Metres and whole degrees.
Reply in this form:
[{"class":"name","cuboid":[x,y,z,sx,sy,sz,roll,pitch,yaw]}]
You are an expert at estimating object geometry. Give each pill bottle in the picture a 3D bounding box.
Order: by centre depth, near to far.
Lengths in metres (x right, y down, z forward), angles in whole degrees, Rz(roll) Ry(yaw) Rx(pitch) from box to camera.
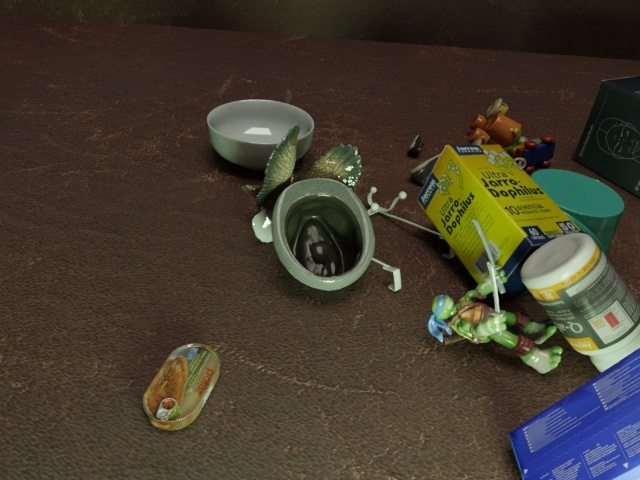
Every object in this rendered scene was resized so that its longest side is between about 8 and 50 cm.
[{"class":"pill bottle","cuboid":[0.555,0.134,1.164,0.278,0.162,0.162,51,41,-8]}]

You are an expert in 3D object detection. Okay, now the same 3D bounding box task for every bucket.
[{"class":"bucket","cuboid":[0.646,-0.055,1.505,0.281,0.183,0.281,6,35,-4]}]

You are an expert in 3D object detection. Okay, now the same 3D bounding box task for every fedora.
[{"class":"fedora","cuboid":[0.000,0.000,1.363,0.243,0.124,0.275,-14,70,-17]}]

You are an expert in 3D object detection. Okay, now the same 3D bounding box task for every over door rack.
[{"class":"over door rack","cuboid":[0.168,-0.032,1.488,0.239,0.108,0.324,-24,46,-33]}]

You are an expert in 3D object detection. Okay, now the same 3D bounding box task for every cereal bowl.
[{"class":"cereal bowl","cuboid":[-0.192,-0.325,1.813,0.339,0.141,0.339,4,37,-3]}]

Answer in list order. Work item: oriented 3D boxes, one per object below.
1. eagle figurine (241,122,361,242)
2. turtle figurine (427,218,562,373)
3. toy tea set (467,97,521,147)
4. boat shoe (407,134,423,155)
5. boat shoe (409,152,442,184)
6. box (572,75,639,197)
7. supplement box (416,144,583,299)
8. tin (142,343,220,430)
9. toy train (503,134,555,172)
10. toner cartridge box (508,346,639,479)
[{"class":"eagle figurine","cuboid":[-0.074,-0.151,1.436,0.298,0.225,0.226,-21,15,50]},{"class":"turtle figurine","cuboid":[0.387,0.138,1.175,0.266,0.275,0.198,28,3,-7]},{"class":"toy tea set","cuboid":[0.614,-0.375,1.979,0.124,0.200,0.336,33,36,-6]},{"class":"boat shoe","cuboid":[0.336,-0.333,1.980,0.042,0.049,0.133,36,31,-5]},{"class":"boat shoe","cuboid":[0.363,-0.233,1.848,0.206,0.075,0.065,-31,92,-46]},{"class":"box","cuboid":[1.090,-0.326,1.854,0.212,0.293,0.395,-13,40,-25]},{"class":"supplement box","cuboid":[0.435,-0.057,1.407,0.194,0.195,0.356,-6,48,-29]},{"class":"tin","cuboid":[-0.259,0.274,1.071,0.106,0.040,0.190,10,36,13]},{"class":"toy train","cuboid":[0.670,-0.299,1.935,0.248,0.105,0.143,-19,31,-28]},{"class":"toner cartridge box","cuboid":[0.467,0.298,0.882,0.075,0.348,0.165,31,31,-20]}]
